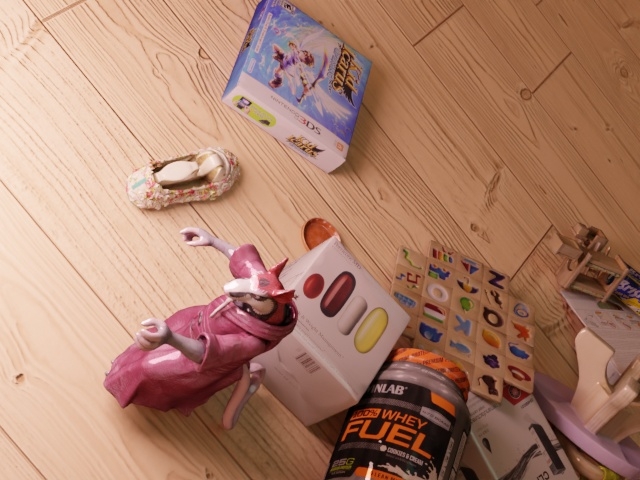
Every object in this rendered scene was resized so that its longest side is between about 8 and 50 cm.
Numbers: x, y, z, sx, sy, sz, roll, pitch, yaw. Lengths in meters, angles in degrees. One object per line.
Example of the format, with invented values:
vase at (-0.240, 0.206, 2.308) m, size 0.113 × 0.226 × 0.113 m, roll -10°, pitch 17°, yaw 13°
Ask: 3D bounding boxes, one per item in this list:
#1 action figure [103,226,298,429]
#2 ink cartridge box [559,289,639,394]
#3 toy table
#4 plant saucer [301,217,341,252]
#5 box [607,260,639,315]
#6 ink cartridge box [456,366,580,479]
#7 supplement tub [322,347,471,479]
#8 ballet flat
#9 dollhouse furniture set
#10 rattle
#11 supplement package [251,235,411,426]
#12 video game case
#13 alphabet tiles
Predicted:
action figure at (-0.130, 0.142, 1.489) m, size 0.276 × 0.370 × 0.248 m, roll 41°, pitch 48°, yaw -16°
ink cartridge box at (0.632, 0.215, 2.301) m, size 0.275 × 0.060 × 0.239 m, roll 7°, pitch 38°, yaw -37°
toy table at (0.532, 0.296, 2.033) m, size 0.274 × 0.161 × 0.252 m, roll 36°, pitch 19°, yaw 1°
plant saucer at (0.000, 0.000, 1.925) m, size 0.084 × 0.013 × 0.083 m, roll 20°, pitch 55°, yaw -31°
box at (0.683, 0.116, 2.362) m, size 0.169 × 0.059 × 0.054 m, roll 38°, pitch 29°, yaw 0°
ink cartridge box at (0.313, 0.379, 1.903) m, size 0.197 × 0.114 × 0.272 m, roll -21°, pitch 81°, yaw -45°
supplement tub at (0.117, 0.335, 1.696) m, size 0.194 × 0.194 × 0.316 m, roll 36°, pitch 53°, yaw -19°
ballet flat at (-0.203, -0.106, 1.771) m, size 0.241 × 0.077 × 0.091 m, roll -25°, pitch 83°, yaw -45°
dollhouse furniture set at (0.519, 0.029, 2.310) m, size 0.182 × 0.101 × 0.161 m, roll 20°, pitch 27°, yaw -24°
rattle at (0.458, 0.417, 2.067) m, size 0.200 × 0.142 × 0.130 m, roll 38°, pitch 36°, yaw 28°
supplement package at (-0.002, 0.143, 1.750) m, size 0.194 × 0.149 × 0.203 m, roll 46°, pitch 47°, yaw -10°
video game case at (-0.036, -0.293, 2.025) m, size 0.244 × 0.061 × 0.269 m, roll 33°, pitch 49°, yaw -22°
alphabet tiles at (0.254, 0.137, 1.971) m, size 0.285 × 0.011 × 0.342 m, roll 25°, pitch 38°, yaw -7°
